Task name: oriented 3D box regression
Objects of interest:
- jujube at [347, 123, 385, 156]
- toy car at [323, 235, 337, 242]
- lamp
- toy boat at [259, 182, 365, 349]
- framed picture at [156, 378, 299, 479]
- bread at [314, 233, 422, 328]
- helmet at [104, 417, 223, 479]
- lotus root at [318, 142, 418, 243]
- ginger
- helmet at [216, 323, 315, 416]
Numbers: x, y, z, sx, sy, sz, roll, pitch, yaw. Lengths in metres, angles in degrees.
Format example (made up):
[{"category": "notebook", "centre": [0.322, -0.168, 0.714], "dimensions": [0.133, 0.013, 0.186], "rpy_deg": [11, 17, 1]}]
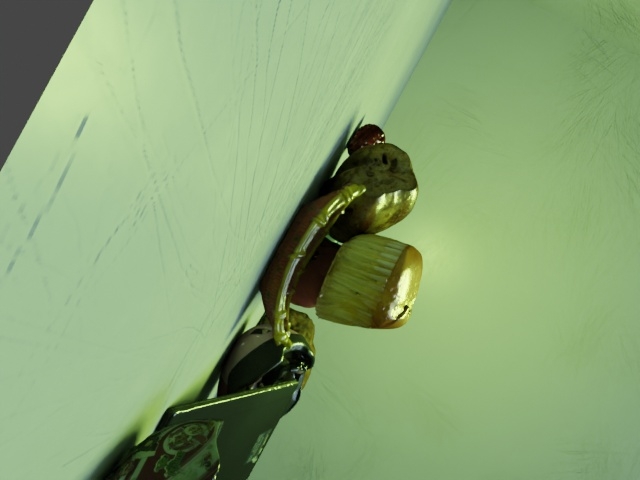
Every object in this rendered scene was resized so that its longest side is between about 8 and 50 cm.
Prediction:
[{"category": "jujube", "centre": [0.105, -0.228, 0.940], "dimensions": [0.129, 0.077, 0.077], "rpy_deg": [-43, 165, -48]}, {"category": "toy car", "centre": [0.000, 0.000, 1.115], "dimensions": [0.076, 0.090, 0.224], "rpy_deg": [-53, 174, -33]}, {"category": "lamp", "centre": [-0.016, 0.069, 0.928], "dimensions": [0.182, 0.140, 0.182], "rpy_deg": [-28, -158, 12]}, {"category": "toy boat", "centre": [-0.029, 0.030, 0.712], "dimensions": [0.317, 0.099, 0.141], "rpy_deg": [-64, 175, 0]}, {"category": "framed picture", "centre": [-0.170, 0.348, 0.631], "dimensions": [0.255, 0.014, 0.339], "rpy_deg": [-62, 153, 1]}, {"category": "bread", "centre": [0.119, 0.093, 0.811], "dimensions": [0.204, 0.156, 0.288], "rpy_deg": [-68, 159, 0]}, {"category": "helmet", "centre": [-0.160, 0.252, 0.370], "dimensions": [0.176, 0.107, 0.153], "rpy_deg": [-91, -160, -52]}, {"category": "lotus root", "centre": [0.085, -0.096, 0.866], "dimensions": [0.193, 0.193, 0.291], "rpy_deg": [-61, -175, -24]}, {"category": "ginger", "centre": [-0.123, 0.345, 1.144], "dimensions": [0.222, 0.201, 0.269], "rpy_deg": [-64, 177, 26]}, {"category": "helmet", "centre": [-0.129, 0.279, 0.842], "dimensions": [0.198, 0.154, 0.253], "rpy_deg": [4, 131, -48]}]
